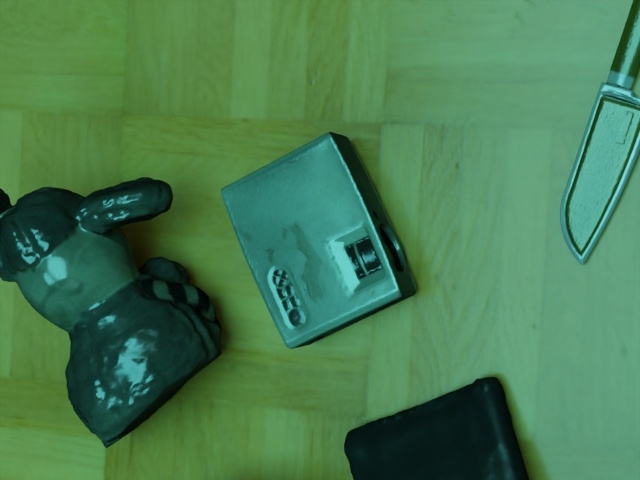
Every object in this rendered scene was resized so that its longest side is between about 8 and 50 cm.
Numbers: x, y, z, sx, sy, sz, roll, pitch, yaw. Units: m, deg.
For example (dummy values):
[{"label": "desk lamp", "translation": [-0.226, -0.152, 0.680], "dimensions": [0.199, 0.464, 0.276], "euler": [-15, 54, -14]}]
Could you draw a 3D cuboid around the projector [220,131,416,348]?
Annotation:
[{"label": "projector", "translation": [0.000, 0.000, 1.062], "dimensions": [0.115, 0.061, 0.147], "euler": [-27, 81, 20]}]

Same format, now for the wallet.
[{"label": "wallet", "translation": [0.113, 0.261, 1.000], "dimensions": [0.146, 0.030, 0.285], "euler": [-22, 66, 16]}]

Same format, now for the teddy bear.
[{"label": "teddy bear", "translation": [-0.172, 0.035, 1.090], "dimensions": [0.171, 0.144, 0.251], "euler": [-26, 90, 16]}]

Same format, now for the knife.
[{"label": "knife", "translation": [0.235, -0.105, 0.992], "dimensions": [0.046, 0.022, 0.256], "euler": [19, 97, 16]}]
